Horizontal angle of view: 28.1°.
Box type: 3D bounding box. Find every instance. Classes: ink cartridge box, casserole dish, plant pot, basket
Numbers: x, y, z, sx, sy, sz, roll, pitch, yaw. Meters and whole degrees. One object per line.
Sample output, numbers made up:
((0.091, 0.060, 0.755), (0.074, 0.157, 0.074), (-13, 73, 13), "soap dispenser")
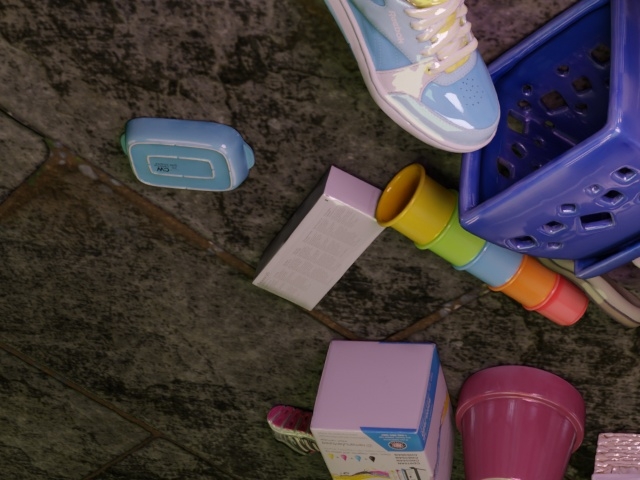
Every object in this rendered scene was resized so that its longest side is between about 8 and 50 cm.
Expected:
((0.105, 0.291, 1.991), (0.171, 0.168, 0.232), (-1, 139, 18), "ink cartridge box")
((-0.183, -0.110, 1.718), (0.188, 0.037, 0.114), (6, 139, 13), "casserole dish")
((0.298, 0.320, 1.954), (0.201, 0.180, 0.201), (9, 141, 8), "plant pot")
((0.310, -0.104, 1.417), (0.212, 0.236, 0.236), (30, 138, -26), "plant pot")
((0.496, 0.388, 2.030), (0.113, 0.103, 0.167), (-1, 139, 19), "basket")

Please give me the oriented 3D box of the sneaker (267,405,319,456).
((-0.009, 0.333, 2.165), (0.170, 0.063, 0.074), (15, 141, 8), "sneaker")

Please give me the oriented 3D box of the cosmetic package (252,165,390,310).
((0.000, 0.000, 1.767), (0.099, 0.060, 0.239), (25, 140, -14), "cosmetic package")

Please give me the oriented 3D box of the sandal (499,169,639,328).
((0.328, -0.001, 1.640), (0.303, 0.120, 0.086), (37, 108, -27), "sandal")

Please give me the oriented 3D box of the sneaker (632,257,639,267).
((0.530, -0.058, 1.494), (0.148, 0.131, 0.350), (21, 140, -40), "sneaker")

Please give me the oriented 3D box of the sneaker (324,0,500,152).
((0.115, -0.234, 1.299), (0.319, 0.127, 0.208), (53, 156, -12), "sneaker")

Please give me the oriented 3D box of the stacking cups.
((0.219, 0.020, 1.699), (0.316, 0.096, 0.096), (34, 137, -23), "stacking cups")
